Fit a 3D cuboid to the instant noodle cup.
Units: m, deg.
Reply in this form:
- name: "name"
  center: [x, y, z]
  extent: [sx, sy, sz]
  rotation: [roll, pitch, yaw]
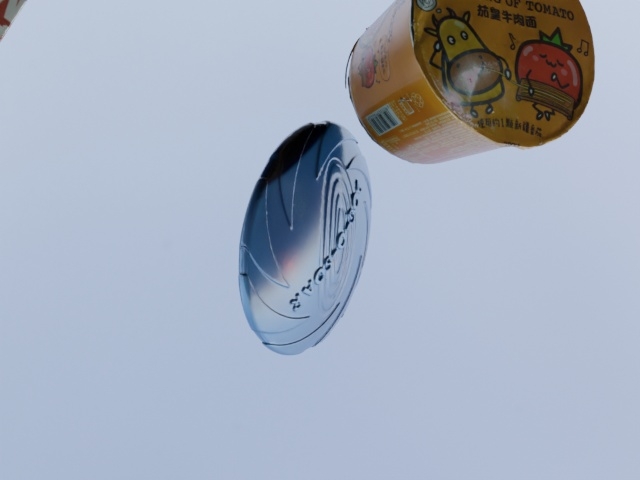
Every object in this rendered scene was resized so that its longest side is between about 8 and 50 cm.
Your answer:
- name: "instant noodle cup"
  center: [0.138, -0.175, 1.156]
  extent: [0.215, 0.172, 0.216]
  rotation: [7, -105, -27]

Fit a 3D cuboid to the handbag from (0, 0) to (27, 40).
- name: "handbag"
  center: [-0.336, -0.225, 0.931]
  extent: [0.151, 0.171, 0.298]
  rotation: [24, -100, 53]

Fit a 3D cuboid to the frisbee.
- name: "frisbee"
  center: [0.000, 0.000, 1.167]
  extent: [0.045, 0.242, 0.242]
  rotation: [11, -135, 29]
